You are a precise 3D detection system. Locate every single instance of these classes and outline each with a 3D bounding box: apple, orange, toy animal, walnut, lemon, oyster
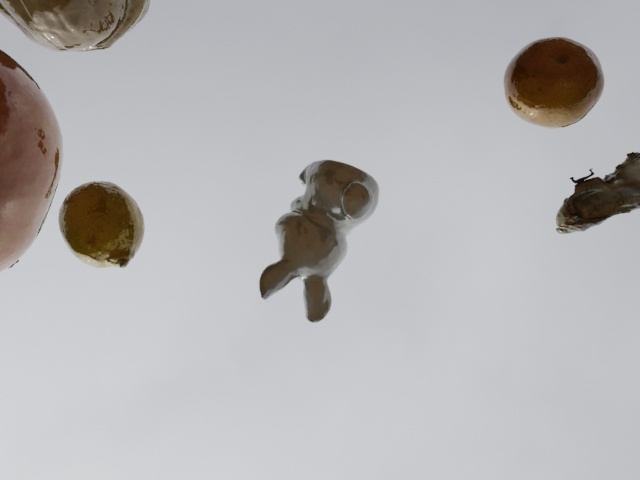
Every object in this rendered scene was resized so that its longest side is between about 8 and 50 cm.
[{"bbox_3d":[-0.287,-0.056,0.396,0.209,0.209,0.164,-45,-146,-14],"label":"apple"},{"bbox_3d":[0.387,-0.259,0.973,0.159,0.136,0.159,-4,-115,8],"label":"orange"},{"bbox_3d":[-0.001,-0.004,1.367,0.196,0.241,0.367,28,-89,-18],"label":"toy animal"},{"bbox_3d":[-0.435,-0.466,1.004,0.285,0.285,0.296,8,-151,10],"label":"walnut"},{"bbox_3d":[-0.514,-0.038,1.371,0.188,0.188,0.256,-28,-117,-7],"label":"lemon"},{"bbox_3d":[0.686,-0.126,1.324,0.337,0.198,0.133,-28,-102,1],"label":"oyster"}]
